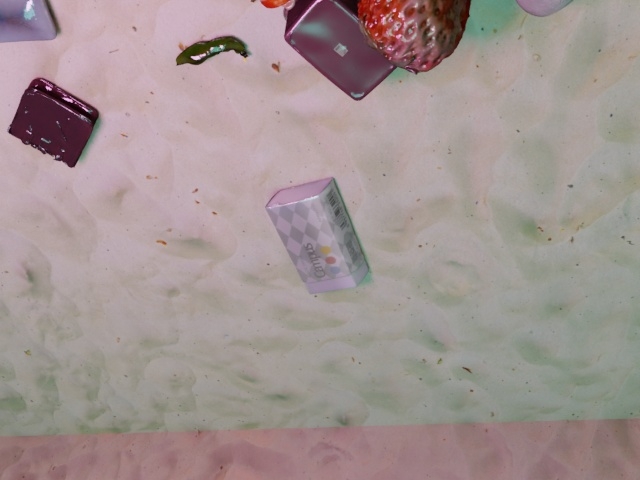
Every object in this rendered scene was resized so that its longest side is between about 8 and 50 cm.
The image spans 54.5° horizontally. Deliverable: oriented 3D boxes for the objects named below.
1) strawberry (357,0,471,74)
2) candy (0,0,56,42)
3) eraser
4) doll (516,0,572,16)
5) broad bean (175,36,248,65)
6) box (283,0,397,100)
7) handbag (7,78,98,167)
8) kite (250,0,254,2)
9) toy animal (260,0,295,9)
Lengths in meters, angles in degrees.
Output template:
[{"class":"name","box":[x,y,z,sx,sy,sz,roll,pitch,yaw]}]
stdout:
[{"class":"strawberry","box":[0.237,-0.530,1.325,0.265,0.149,0.336,27,91,-23]},{"class":"candy","box":[-0.763,-0.563,1.552,0.174,0.071,0.138,-1,132,6]},{"class":"eraser","box":[0.000,-0.001,1.960,0.213,0.082,0.396,-12,129,17]},{"class":"doll","box":[0.443,-0.624,1.326,0.151,0.151,0.287,-28,116,28]},{"class":"broad bean","box":[-0.285,-0.484,1.587,0.196,0.046,0.061,-4,128,8]},{"class":"box","box":[0.056,-0.483,1.469,0.294,0.167,0.193,35,128,-23]},{"class":"handbag","box":[-0.756,-0.330,1.761,0.203,0.074,0.216,29,130,-18]},{"class":"kite","box":[-0.132,-0.664,1.430,0.141,0.015,0.245,16,132,-7]},{"class":"toy animal","box":[-0.124,-0.601,1.372,0.198,0.171,0.171,15,131,-7]}]
